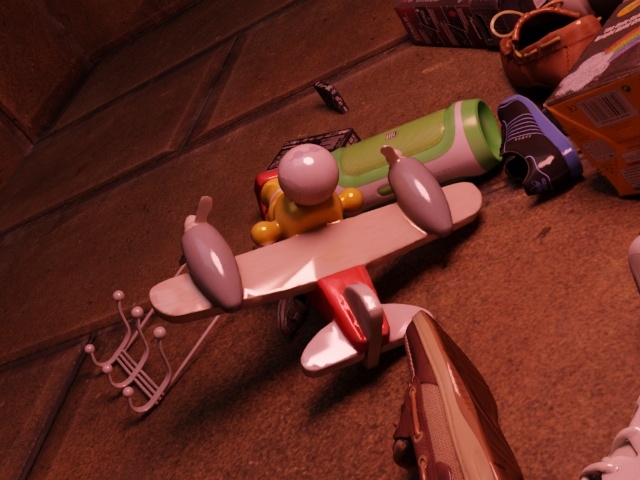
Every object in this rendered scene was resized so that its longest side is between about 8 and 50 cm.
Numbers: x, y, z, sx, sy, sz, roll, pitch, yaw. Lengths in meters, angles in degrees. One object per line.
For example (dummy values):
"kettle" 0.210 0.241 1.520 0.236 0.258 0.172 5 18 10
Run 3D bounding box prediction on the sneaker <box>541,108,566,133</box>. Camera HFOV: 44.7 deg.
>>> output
"sneaker" 0.410 -0.204 1.190 0.144 0.053 0.059 -9 34 31

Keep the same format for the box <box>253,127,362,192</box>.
"box" -0.016 -0.129 1.498 0.180 0.077 0.147 -6 43 42

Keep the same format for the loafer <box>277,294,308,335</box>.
"loafer" -0.039 0.100 1.250 0.039 0.045 0.125 -15 34 22

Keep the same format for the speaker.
"speaker" 0.144 -0.132 1.291 0.296 0.131 0.131 -19 35 29

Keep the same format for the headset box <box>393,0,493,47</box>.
"headset box" 0.314 -0.521 1.655 0.218 0.110 0.293 -45 31 -12

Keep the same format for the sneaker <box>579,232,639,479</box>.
"sneaker" 0.290 0.167 0.693 0.257 0.169 0.447 -24 35 18

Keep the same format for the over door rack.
"over door rack" -0.266 0.124 1.387 0.324 0.108 0.239 -46 32 -14

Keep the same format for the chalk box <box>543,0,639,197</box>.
"chalk box" 0.465 -0.225 0.999 0.289 0.179 0.180 -49 15 -20

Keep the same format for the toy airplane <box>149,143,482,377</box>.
"toy airplane" 0.000 0.000 1.107 0.384 0.272 0.386 8 36 24

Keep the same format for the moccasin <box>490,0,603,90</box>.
"moccasin" 0.363 -0.318 1.252 0.139 0.147 0.380 -25 16 11

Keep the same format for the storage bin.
"storage bin" 0.387 -0.463 1.489 0.180 0.122 0.084 -45 31 -12

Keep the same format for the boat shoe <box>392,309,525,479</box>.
"boat shoe" 0.128 0.208 0.860 0.123 0.123 0.342 -36 30 14

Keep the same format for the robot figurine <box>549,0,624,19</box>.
"robot figurine" 0.519 -0.483 1.328 0.278 0.209 0.174 -11 52 36

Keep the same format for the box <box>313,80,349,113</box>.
"box" 0.023 -0.317 1.721 0.018 0.067 0.083 -42 30 -6

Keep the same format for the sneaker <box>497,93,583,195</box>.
"sneaker" 0.306 -0.148 1.188 0.090 0.081 0.232 -27 33 4
